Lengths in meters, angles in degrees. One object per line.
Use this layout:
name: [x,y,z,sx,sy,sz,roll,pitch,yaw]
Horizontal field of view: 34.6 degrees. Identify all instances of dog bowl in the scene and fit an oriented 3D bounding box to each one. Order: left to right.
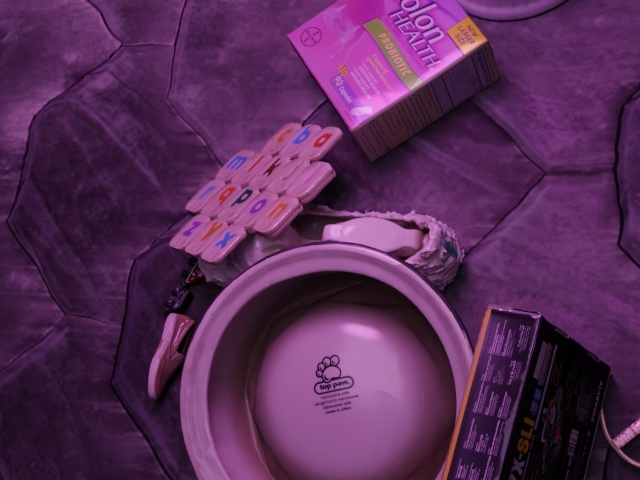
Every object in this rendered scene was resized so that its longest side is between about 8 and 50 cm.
dog bowl: [0.028,0.211,1.363,0.408,0.150,0.407,-2,83,20]

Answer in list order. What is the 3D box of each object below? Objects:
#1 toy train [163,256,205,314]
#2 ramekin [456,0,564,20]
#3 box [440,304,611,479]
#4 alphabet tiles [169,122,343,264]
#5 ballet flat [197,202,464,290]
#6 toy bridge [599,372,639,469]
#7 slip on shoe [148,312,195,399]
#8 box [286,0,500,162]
toy train: [-0.193,0.046,1.609,0.036,0.027,0.158,27,80,22]
ramekin: [0.292,-0.494,1.594,0.277,0.135,0.277,-6,68,17]
box: [0.241,0.267,1.236,0.079,0.257,0.322,8,76,38]
alphabet tiles: [-0.096,-0.073,1.533,0.278,0.021,0.284,-48,29,-16]
ballet flat: [0.000,0.000,1.492,0.409,0.147,0.147,-1,70,16]
toy bridge: [0.403,0.249,1.330,0.063,0.026,0.188,-40,62,2]
slip on shoe: [-0.226,0.177,1.561,0.041,0.051,0.135,11,67,10]
box: [0.111,-0.283,1.584,0.243,0.117,0.213,-33,63,4]
